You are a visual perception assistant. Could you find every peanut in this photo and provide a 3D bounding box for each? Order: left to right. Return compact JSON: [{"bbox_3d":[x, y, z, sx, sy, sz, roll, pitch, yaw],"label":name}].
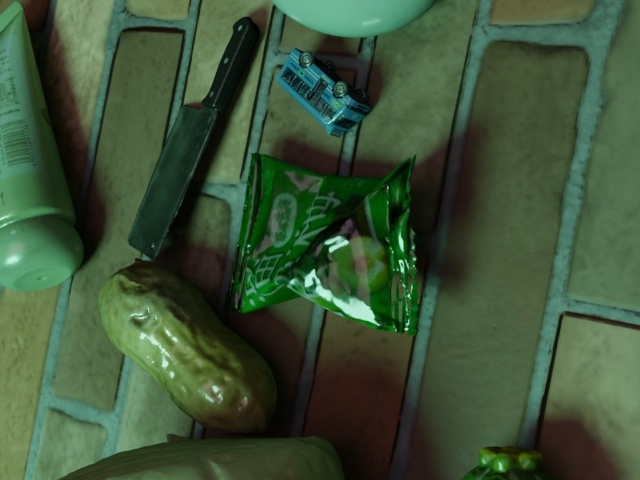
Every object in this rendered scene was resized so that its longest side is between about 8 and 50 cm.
[{"bbox_3d":[-0.123,0.095,0.743,0.214,0.099,0.099,45,105,19],"label":"peanut"}]

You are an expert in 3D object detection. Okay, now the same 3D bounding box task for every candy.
[{"bbox_3d":[0.002,0.003,0.699,0.203,0.078,0.141,7,76,40],"label":"candy"}]

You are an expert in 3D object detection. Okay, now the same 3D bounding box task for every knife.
[{"bbox_3d":[-0.127,-0.102,0.801,0.072,0.019,0.245,25,91,47],"label":"knife"}]

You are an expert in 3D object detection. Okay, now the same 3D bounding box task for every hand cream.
[{"bbox_3d":[-0.330,-0.094,0.876,0.147,0.093,0.306,-32,69,27],"label":"hand cream"}]

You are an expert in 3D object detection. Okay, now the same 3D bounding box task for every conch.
[{"bbox_3d":[0.020,-0.272,0.710,0.185,0.121,0.221,-44,58,-16],"label":"conch"}]

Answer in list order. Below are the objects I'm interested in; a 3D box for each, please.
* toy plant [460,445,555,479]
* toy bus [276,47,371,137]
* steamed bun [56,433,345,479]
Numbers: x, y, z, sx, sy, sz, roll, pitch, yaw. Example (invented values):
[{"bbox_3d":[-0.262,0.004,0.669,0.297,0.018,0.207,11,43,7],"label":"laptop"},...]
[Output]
[{"bbox_3d":[0.135,0.229,0.592,0.093,0.093,0.162,-4,79,27],"label":"toy plant"},{"bbox_3d":[0.002,-0.131,0.733,0.083,0.038,0.046,46,110,26],"label":"toy bus"},{"bbox_3d":[-0.100,0.289,0.611,0.273,0.272,0.290,-29,75,21],"label":"steamed bun"}]
